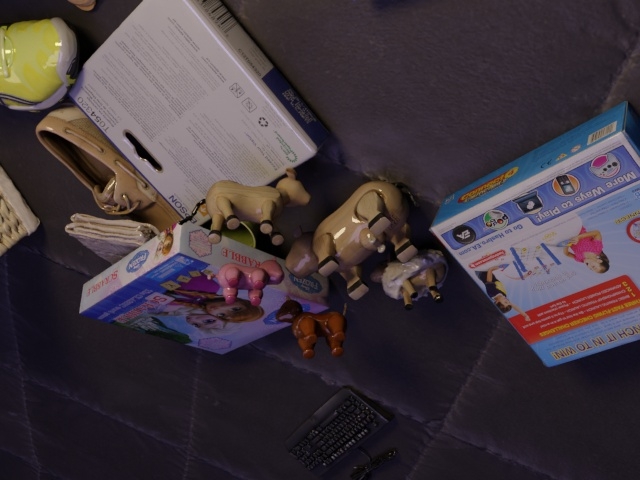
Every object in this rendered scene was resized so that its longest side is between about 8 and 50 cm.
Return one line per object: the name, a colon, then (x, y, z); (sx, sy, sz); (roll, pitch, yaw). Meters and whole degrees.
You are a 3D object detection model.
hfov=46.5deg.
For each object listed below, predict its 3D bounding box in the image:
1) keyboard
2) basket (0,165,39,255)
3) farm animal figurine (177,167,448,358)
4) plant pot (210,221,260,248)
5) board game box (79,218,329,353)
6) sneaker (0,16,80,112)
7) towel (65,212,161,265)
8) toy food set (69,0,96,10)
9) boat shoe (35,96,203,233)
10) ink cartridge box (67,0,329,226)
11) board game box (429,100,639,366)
keyboard: (0.058, 0.438, 1.590); (0.201, 0.033, 0.317); (35, 134, -3)
basket: (-0.818, -0.062, 1.466); (0.331, 0.266, 0.328); (-8, 123, 34)
farm animal figurine: (0.000, 0.000, 1.146); (0.327, 0.172, 0.330); (-25, 125, 8)
plant pot: (-0.132, -0.028, 1.272); (0.083, 0.079, 0.083); (14, 130, 17)
board game box: (-0.205, 0.099, 1.319); (0.318, 0.066, 0.319); (23, 144, -37)
sneaker: (-0.554, -0.279, 1.208); (0.385, 0.147, 0.145); (-5, 90, 27)
towel: (-0.318, 0.033, 1.370); (0.187, 0.049, 0.282); (8, 156, 25)
toy food set: (-0.370, -0.397, 1.134); (0.083, 0.020, 0.082); (42, 133, -9)
boat shoe: (-0.351, -0.092, 1.307); (0.121, 0.110, 0.341); (-29, 112, 40)
ink cartridge box: (-0.202, -0.206, 1.173); (0.330, 0.071, 0.324); (-26, 112, 43)
board game box: (0.370, 0.010, 1.046); (0.308, 0.086, 0.302); (-29, 110, 40)
